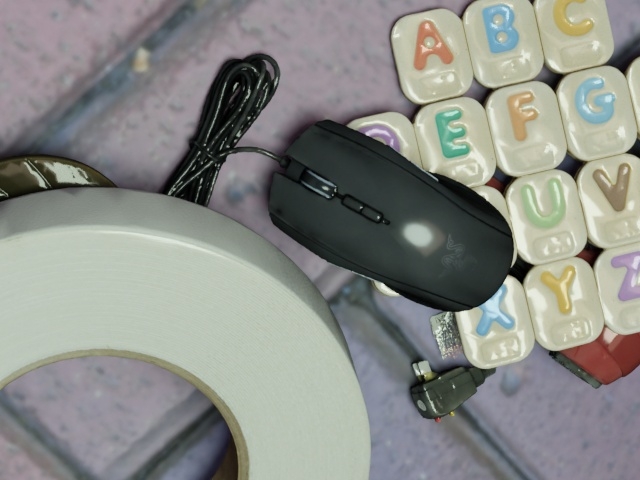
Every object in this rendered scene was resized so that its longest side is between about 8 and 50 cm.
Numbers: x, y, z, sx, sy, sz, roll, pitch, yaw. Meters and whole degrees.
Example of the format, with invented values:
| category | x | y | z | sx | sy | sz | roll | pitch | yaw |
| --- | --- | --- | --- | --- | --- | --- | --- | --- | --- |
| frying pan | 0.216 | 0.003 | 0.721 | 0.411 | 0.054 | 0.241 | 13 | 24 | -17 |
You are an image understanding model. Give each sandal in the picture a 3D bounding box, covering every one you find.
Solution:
| category | x | y | z | sx | sy | sz | roll | pitch | yaw |
| --- | --- | --- | --- | --- | --- | --- | --- | --- | --- |
| sandal | -0.244 | -0.014 | 0.964 | 0.219 | 0.060 | 0.090 | -11 | 108 | 3 |

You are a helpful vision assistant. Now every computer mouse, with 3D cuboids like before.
| category | x | y | z | sx | sy | sz | roll | pitch | yaw |
| --- | --- | --- | --- | --- | --- | --- | --- | --- | --- |
| computer mouse | 0.000 | 0.000 | 0.989 | 0.262 | 0.060 | 0.184 | 33 | 96 | 0 |

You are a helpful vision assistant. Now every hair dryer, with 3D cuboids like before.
| category | x | y | z | sx | sy | sz | roll | pitch | yaw |
| --- | --- | --- | --- | --- | --- | --- | --- | --- | --- |
| hair dryer | 0.192 | 0.015 | 1.075 | 0.293 | 0.080 | 0.223 | -16 | 107 | -11 |

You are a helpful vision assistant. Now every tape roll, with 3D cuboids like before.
| category | x | y | z | sx | sy | sz | roll | pitch | yaw |
| --- | --- | --- | --- | --- | --- | --- | --- | --- | --- |
| tape roll | -0.157 | 0.151 | 0.974 | 0.392 | 0.072 | 0.392 | -3 | 115 | -7 |

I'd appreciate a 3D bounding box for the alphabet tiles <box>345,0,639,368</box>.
| category | x | y | z | sx | sy | sz | roll | pitch | yaw |
| --- | --- | --- | --- | --- | --- | --- | --- | --- | --- |
| alphabet tiles | 0.164 | -0.051 | 1.038 | 0.284 | 0.021 | 0.278 | -13 | 92 | -5 |
